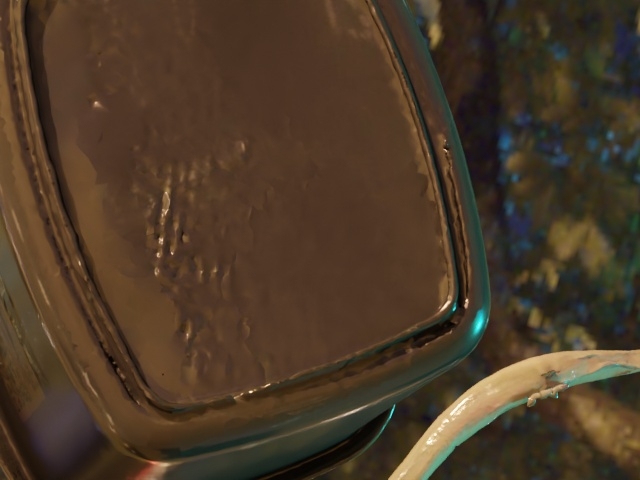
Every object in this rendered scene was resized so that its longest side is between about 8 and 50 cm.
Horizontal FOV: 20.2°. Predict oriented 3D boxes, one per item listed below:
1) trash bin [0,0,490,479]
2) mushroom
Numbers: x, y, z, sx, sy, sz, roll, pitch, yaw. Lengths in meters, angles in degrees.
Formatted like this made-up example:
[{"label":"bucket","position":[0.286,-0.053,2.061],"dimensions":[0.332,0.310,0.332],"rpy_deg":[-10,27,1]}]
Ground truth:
[{"label":"trash bin","position":[-0.053,-0.002,0.681],"dimensions":[0.182,0.209,0.290],"rpy_deg":[-16,-7,-15]},{"label":"mushroom","position":[0.098,0.124,1.074],"dimensions":[0.043,0.306,0.068],"rpy_deg":[45,-9,40]}]
